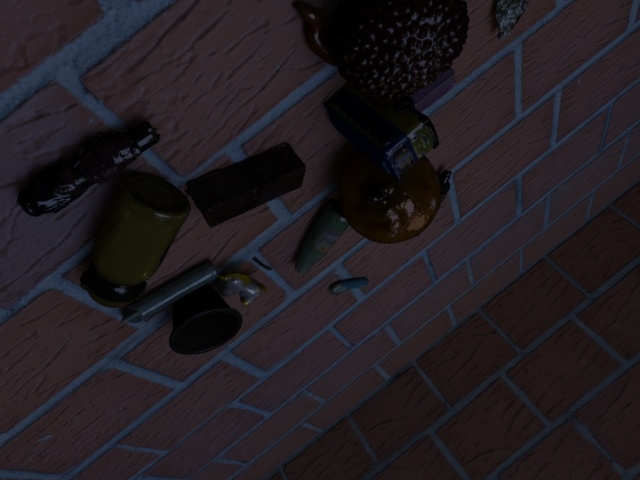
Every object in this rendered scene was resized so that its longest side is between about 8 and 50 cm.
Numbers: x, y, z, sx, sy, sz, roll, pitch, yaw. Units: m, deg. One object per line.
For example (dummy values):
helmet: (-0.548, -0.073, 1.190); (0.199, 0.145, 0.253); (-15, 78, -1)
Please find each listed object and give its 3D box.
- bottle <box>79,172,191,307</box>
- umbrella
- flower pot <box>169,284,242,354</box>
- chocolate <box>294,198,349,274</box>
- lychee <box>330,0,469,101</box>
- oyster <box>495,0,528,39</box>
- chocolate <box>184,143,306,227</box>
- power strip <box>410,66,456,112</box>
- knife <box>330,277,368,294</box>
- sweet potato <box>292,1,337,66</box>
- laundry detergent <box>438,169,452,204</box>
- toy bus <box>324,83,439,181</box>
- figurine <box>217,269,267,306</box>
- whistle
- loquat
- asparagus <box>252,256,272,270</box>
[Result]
bottle: (-0.469, 0.018, 1.195); (0.171, 0.172, 0.351); (6, 127, -46)
umbrella: (-0.495, -0.159, 1.036); (0.326, 0.090, 0.094); (-35, 142, -6)
flower pot: (-0.380, 0.238, 1.535); (0.235, 0.148, 0.235); (-20, 144, -15)
chocolate: (0.000, 0.000, 1.670); (0.110, 0.110, 0.291); (5, 129, -45)
lychee: (0.184, -0.483, 1.115); (0.306, 0.306, 0.330); (17, 113, -51)
oyster: (0.567, -0.698, 1.425); (0.124, 0.064, 0.177); (-31, 143, -5)
chocolate: (-0.201, -0.146, 1.320); (0.321, 0.112, 0.112); (-27, 154, -19)
power strip: (0.300, -0.426, 1.480); (0.278, 0.038, 0.109); (-38, 167, -2)
knife: (0.126, 0.192, 2.062); (0.221, 0.031, 0.064); (-8, 131, -42)
sweet potato: (-0.003, -0.483, 1.149); (0.058, 0.055, 0.202); (-64, 147, -14)
laundry detergent: (0.437, -0.181, 1.880); (0.144, 0.078, 0.222); (-3, 133, -35)
toy bus: (0.162, -0.312, 1.292); (0.175, 0.288, 0.138); (-43, 146, 3)
figurine: (-0.267, 0.142, 1.575); (0.129, 0.109, 0.178); (-21, 143, 39)
whistle: (-0.458, 0.162, 1.461); (0.312, 0.062, 0.062); (-31, 145, -12)
loquat: (0.213, -0.147, 1.500); (0.328, 0.328, 0.329); (-25, 143, -20)
asparagus: (-0.198, 0.083, 1.651); (0.015, 0.014, 0.114); (-27, 148, 12)
